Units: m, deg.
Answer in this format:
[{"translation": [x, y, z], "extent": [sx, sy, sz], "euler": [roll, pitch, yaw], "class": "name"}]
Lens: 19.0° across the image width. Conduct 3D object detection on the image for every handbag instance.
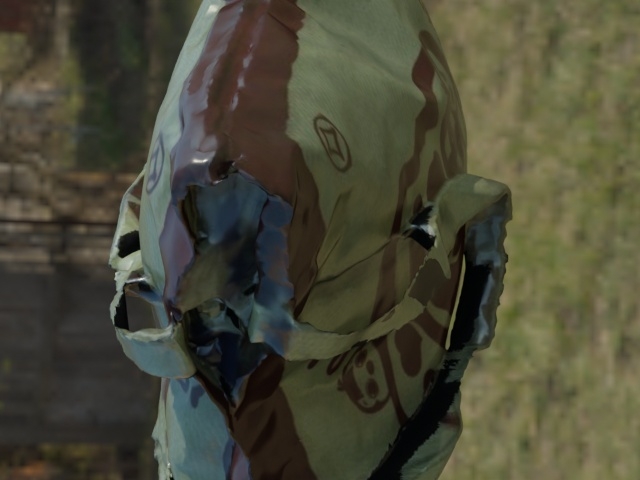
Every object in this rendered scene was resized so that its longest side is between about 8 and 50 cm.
[{"translation": [0.000, 0.000, 0.639], "extent": [0.235, 0.127, 0.213], "euler": [-79, -15, -55], "class": "handbag"}]
